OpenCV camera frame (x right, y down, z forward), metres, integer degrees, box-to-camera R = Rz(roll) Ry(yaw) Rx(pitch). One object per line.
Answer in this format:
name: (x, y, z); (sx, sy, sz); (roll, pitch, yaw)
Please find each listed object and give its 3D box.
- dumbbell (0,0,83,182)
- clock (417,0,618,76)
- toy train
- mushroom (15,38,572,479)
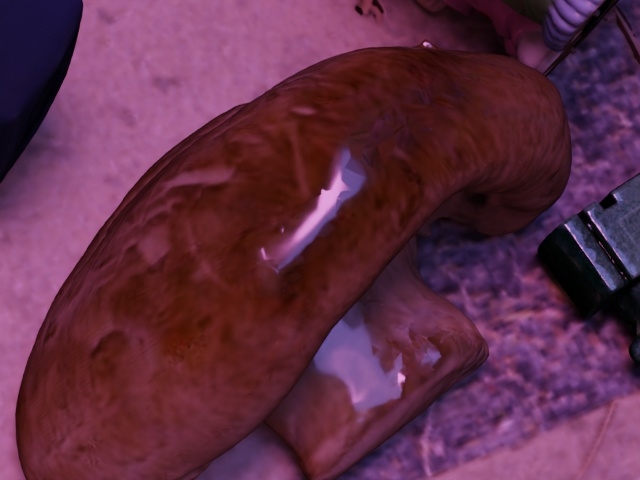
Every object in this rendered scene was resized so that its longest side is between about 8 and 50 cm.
dumbbell: (-0.120, -0.184, 0.832); (0.160, 0.144, 0.325); (45, 58, -30)
clock: (0.061, -0.171, 0.866); (0.195, 0.194, 0.100); (43, 87, 5)
toy train: (0.185, 0.036, 0.884); (0.111, 0.071, 0.170); (-32, 81, -15)
mushroom: (0.000, 0.000, 0.797); (0.285, 0.151, 0.156); (-38, 81, -25)
